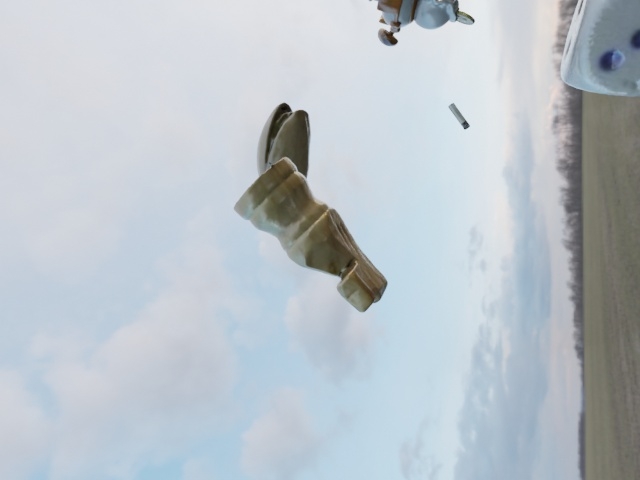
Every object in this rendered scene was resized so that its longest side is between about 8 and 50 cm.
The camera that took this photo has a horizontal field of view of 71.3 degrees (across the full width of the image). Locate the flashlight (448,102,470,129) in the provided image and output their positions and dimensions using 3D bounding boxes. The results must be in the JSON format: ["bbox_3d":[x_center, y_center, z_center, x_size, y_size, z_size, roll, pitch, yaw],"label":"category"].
[{"bbox_3d":[0.371,-0.333,1.196,0.018,0.018,0.083,17,-137,-54],"label":"flashlight"}]

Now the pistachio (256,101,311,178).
[{"bbox_3d":[-0.081,-0.196,1.019,0.136,0.136,0.225,-37,-36,-54],"label":"pistachio"}]

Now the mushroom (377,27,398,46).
[{"bbox_3d":[0.265,-0.785,1.705,0.088,0.129,0.072,41,-99,-10],"label":"mushroom"}]

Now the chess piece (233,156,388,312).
[{"bbox_3d":[0.000,0.000,0.783,0.301,0.137,0.137,43,-138,-3],"label":"chess piece"}]

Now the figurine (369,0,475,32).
[{"bbox_3d":[0.214,-0.535,1.016,0.143,0.271,0.143,-55,-3,-4],"label":"figurine"}]

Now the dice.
[{"bbox_3d":[0.555,-0.371,0.795,0.194,0.194,0.191,-56,-26,-51],"label":"dice"}]
